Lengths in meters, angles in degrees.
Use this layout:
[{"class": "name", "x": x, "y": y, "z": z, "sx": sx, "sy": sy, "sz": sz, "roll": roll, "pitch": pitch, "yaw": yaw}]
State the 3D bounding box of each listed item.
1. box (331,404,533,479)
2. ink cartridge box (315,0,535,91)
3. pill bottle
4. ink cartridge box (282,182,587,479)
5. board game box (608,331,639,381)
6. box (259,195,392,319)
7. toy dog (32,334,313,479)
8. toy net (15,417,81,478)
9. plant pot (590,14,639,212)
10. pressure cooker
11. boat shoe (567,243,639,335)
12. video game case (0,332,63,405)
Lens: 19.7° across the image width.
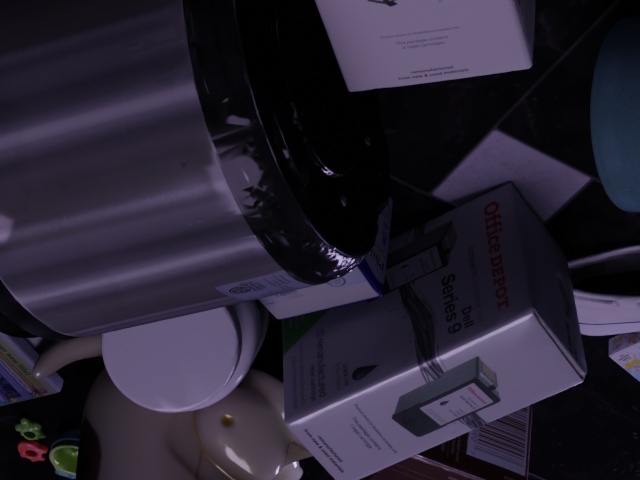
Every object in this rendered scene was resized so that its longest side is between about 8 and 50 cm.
[{"class": "box", "x": 0.128, "y": 0.251, "z": 2.154, "sx": 0.167, "sy": 0.168, "sz": 0.203, "roll": 21, "pitch": 138, "yaw": -14}, {"class": "ink cartridge box", "x": 0.078, "y": -0.273, "z": 1.557, "sx": 0.168, "sy": 0.171, "sz": 0.233, "roll": -6, "pitch": 137, "yaw": 17}, {"class": "pill bottle", "x": -0.141, "y": 0.090, "z": 1.916, "sx": 0.160, "sy": 0.283, "sz": 0.160, "roll": 0, "pitch": 94, "yaw": 3}, {"class": "ink cartridge box", "x": 0.111, "y": 0.095, "z": 1.909, "sx": 0.289, "sy": 0.211, "sz": 0.121, "roll": -26, "pitch": 127, "yaw": 18}, {"class": "board game box", "x": 0.414, "y": 0.118, "z": 2.056, "sx": 0.154, "sy": 0.026, "sz": 0.103, "roll": -29, "pitch": 126, "yaw": 36}, {"class": "box", "x": 0.000, "y": 0.000, "z": 1.912, "sx": 0.126, "sy": 0.137, "sz": 0.072, "roll": -14, "pitch": 135, "yaw": 25}, {"class": "toy dog", "x": -0.199, "y": 0.327, "z": 2.082, "sx": 0.395, "sy": 0.408, "sz": 0.284, "roll": 39, "pitch": 154, "yaw": -18}, {"class": "toy net", "x": -0.332, "y": 0.316, "z": 2.411, "sx": 0.122, "sy": 0.045, "sz": 0.232, "roll": 4, "pitch": 139, "yaw": 6}, {"class": "plant pot", "x": 0.388, "y": -0.115, "z": 1.634, "sx": 0.255, "sy": 0.272, "sz": 0.272, "roll": 2, "pitch": 141, "yaw": 32}, {"class": "pressure cooker", "x": -0.187, "y": -0.101, "z": 1.642, "sx": 0.420, "sy": 0.375, "sz": 0.370, "roll": -14, "pitch": 129, "yaw": 21}, {"class": "boat shoe", "x": 0.365, "y": 0.042, "z": 1.926, "sx": 0.258, "sy": 0.095, "sz": 0.084, "roll": -14, "pitch": 138, "yaw": 24}, {"class": "video game case", "x": -0.449, "y": 0.135, "z": 2.242, "sx": 0.193, "sy": 0.023, "sz": 0.212, "roll": -15, "pitch": 133, "yaw": 26}]
